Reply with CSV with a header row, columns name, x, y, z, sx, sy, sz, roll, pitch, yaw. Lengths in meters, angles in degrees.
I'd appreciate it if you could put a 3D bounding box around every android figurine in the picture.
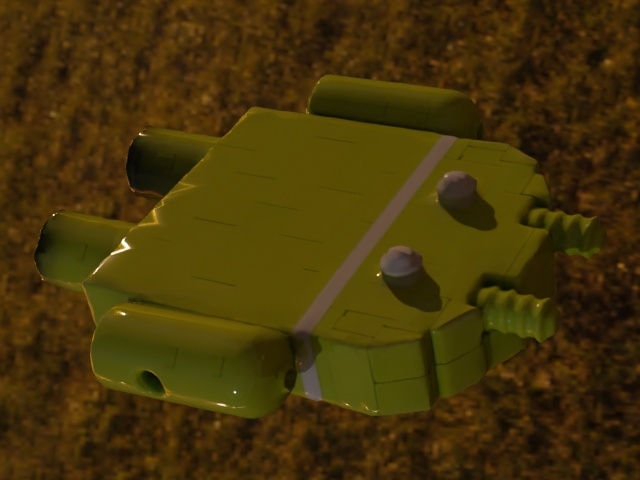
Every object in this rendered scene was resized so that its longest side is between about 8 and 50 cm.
name,x,y,z,sx,sy,sz,roll,pitch,yaw
android figurine,0.000,0.000,0.696,0.273,0.248,0.056,11,131,30
